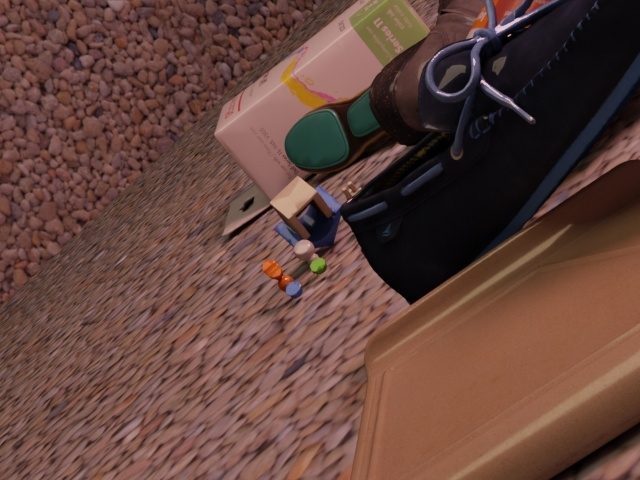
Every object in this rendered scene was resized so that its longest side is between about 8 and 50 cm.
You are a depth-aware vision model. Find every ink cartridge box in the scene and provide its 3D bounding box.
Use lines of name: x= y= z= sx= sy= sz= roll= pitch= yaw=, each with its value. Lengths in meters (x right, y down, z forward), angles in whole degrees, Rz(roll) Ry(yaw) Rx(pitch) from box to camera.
ink cartridge box: x=-0.015 y=-0.171 z=1.930 sx=0.353 sy=0.119 sz=0.207 roll=-38 pitch=12 yaw=8

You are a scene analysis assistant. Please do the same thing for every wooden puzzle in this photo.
wooden puzzle: x=0.112 y=0.064 z=0.829 sx=0.221 sy=0.044 sz=0.238 roll=-36 pitch=16 yaw=16

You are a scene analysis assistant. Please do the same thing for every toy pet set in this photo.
toy pet set: x=0.000 y=0.000 z=1.436 sx=0.122 sy=0.065 sz=0.114 roll=-43 pitch=46 yaw=-6

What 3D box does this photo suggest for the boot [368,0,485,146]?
boot: x=0.208 y=-0.233 z=1.540 sx=0.223 sy=0.118 sz=0.338 roll=-19 pitch=34 yaw=52

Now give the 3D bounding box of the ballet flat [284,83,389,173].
ballet flat: x=0.049 y=-0.130 z=1.746 sx=0.073 sy=0.080 sz=0.232 roll=-13 pitch=-4 yaw=-37

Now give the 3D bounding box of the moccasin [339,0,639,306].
moccasin: x=0.105 y=-0.073 z=0.953 sx=0.138 sy=0.117 sz=0.342 roll=-45 pitch=-6 yaw=-48

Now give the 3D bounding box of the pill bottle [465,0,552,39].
pill bottle: x=0.183 y=-0.163 z=1.162 sx=0.216 sy=0.121 sz=0.121 roll=-61 pitch=14 yaw=-5
